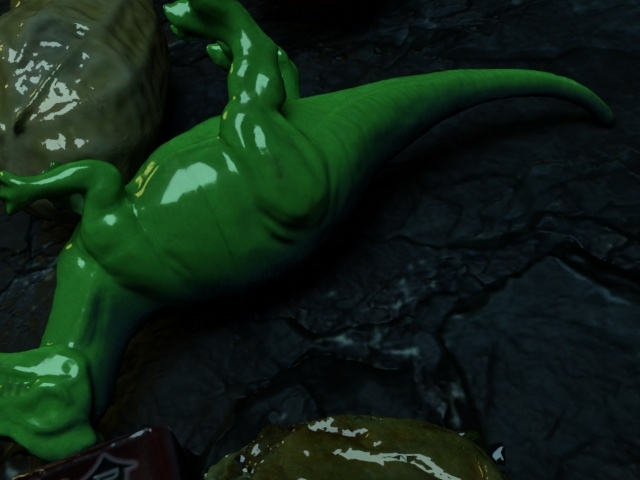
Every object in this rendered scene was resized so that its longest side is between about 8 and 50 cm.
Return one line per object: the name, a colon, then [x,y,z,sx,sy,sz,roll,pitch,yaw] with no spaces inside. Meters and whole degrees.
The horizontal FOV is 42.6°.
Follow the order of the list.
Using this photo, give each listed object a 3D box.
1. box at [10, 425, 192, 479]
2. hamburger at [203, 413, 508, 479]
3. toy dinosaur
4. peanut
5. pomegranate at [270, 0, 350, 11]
box: [-0.115,0.227,0.476,0.120,0.069,0.224,-19,46,-5]
hamburger: [0.026,0.188,0.448,0.183,0.130,0.206,1,34,-6]
toy dinosaur: [0.000,0.000,0.635,0.500,0.144,0.374,9,75,-6]
peanut: [-0.232,-0.160,0.792,0.174,0.158,0.340,13,43,-12]
pomegranate: [0.001,-0.353,0.890,0.235,0.210,0.210,-4,41,-29]
